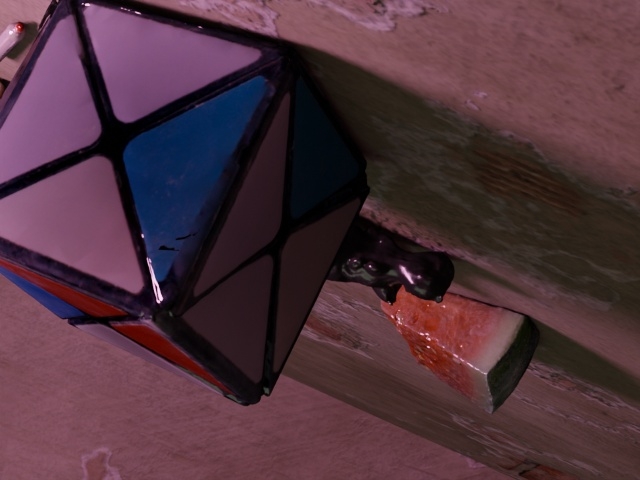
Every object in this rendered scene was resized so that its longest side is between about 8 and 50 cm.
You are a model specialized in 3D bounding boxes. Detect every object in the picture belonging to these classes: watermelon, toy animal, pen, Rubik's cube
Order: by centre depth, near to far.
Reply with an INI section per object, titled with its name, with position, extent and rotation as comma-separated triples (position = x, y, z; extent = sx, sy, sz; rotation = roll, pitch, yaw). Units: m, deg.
[Rubik's cube]
position = -0.158, -0.048, 1.411
extent = 0.306, 0.310, 0.305
rotation = 19, 163, 28
[pen]
position = -0.391, -0.245, 1.670
extent = 0.026, 0.026, 0.218
rotation = 29, 167, -19
[toy animal]
position = 0.002, 0.006, 1.787
extent = 0.343, 0.106, 0.168
rotation = 20, 161, -6
[watermelon]
position = 0.187, 0.137, 1.987
extent = 0.256, 0.140, 0.193
rotation = 27, 162, 26

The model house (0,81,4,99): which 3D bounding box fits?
[model house]
position = -0.491, -0.102, 1.990
extent = 0.219, 0.200, 0.229
rotation = 1, 163, 26
